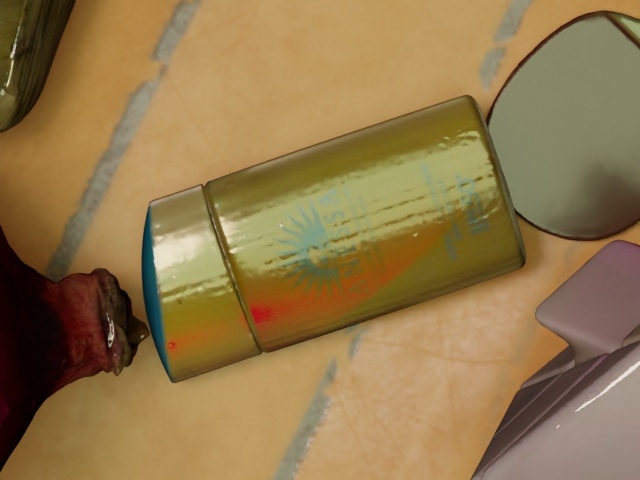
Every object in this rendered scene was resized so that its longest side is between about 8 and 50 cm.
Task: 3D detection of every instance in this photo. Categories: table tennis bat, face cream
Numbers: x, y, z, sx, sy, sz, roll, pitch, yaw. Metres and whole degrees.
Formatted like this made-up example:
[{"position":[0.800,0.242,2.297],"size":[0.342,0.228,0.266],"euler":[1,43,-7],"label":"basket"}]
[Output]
[{"position":[0.244,-0.120,1.236],"size":[0.154,0.021,0.274],"euler":[44,92,-3],"label":"table tennis bat"},{"position":[0.000,0.000,1.206],"size":[0.285,0.067,0.139],"euler":[-19,100,1],"label":"face cream"}]

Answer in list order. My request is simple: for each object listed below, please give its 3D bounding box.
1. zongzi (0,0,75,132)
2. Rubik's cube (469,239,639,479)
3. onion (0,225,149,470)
[{"position":[-0.185,-0.207,1.181],"size":[0.256,0.115,0.228],"euler":[-14,97,-12],"label":"zongzi"},{"position":[0.302,0.151,1.094],"size":[0.368,0.387,0.358],"euler":[-41,89,18],"label":"Rubik's cube"},{"position":[-0.292,0.069,1.096],"size":[0.385,0.348,0.347],"euler":[-6,93,-29],"label":"onion"}]
